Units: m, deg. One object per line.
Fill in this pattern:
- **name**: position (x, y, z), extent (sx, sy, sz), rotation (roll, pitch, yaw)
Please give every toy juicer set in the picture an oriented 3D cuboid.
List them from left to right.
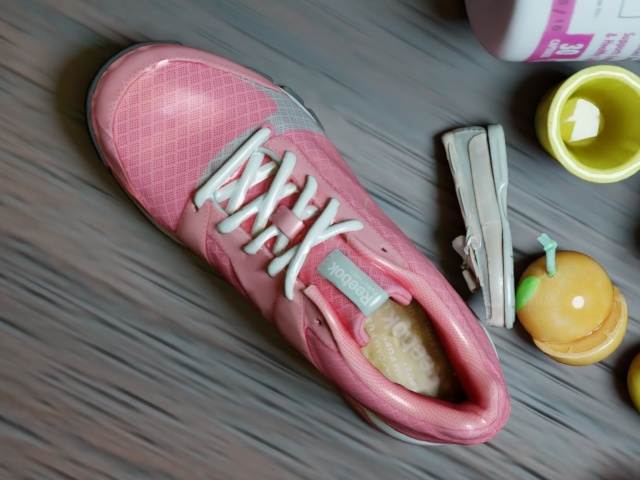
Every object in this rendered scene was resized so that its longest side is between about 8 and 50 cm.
- **toy juicer set**: position (0.274, 0.024, 1.195), extent (0.329, 0.089, 0.209), rotation (11, 93, -11)

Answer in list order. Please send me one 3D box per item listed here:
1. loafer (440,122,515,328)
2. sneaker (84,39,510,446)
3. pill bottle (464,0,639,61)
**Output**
- **loafer**: position (0.094, -0.008, 1.179), extent (0.039, 0.045, 0.125), rotation (-3, 77, 4)
- **sneaker**: position (0.001, 0.000, 1.121), extent (0.314, 0.136, 0.116), rotation (43, 86, -11)
- **pill bottle**: position (0.233, -0.183, 1.133), extent (0.283, 0.160, 0.160), rotation (-1, 96, -10)
